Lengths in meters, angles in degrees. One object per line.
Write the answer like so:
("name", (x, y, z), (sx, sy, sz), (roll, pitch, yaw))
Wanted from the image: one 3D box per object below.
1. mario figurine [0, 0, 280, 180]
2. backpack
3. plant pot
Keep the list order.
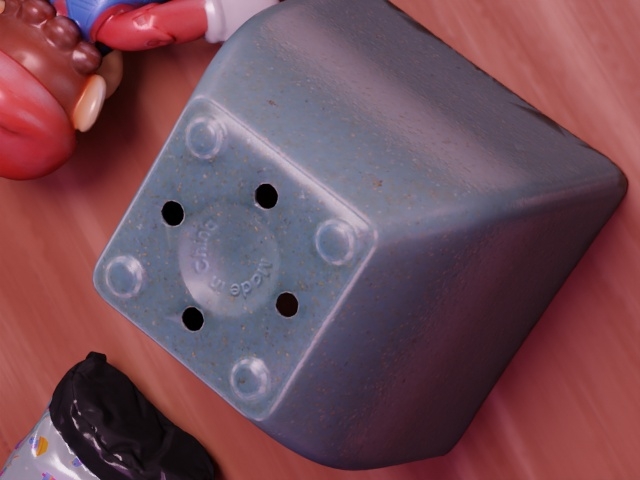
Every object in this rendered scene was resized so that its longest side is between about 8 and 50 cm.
("mario figurine", (-0.150, -0.181, 1.371), (0.320, 0.170, 0.198), (-53, 37, 11))
("backpack", (-0.182, 0.194, 1.410), (0.152, 0.115, 0.182), (45, 115, 12))
("plant pot", (0.000, 0.000, 1.221), (0.247, 0.252, 0.248), (38, 111, 17))
